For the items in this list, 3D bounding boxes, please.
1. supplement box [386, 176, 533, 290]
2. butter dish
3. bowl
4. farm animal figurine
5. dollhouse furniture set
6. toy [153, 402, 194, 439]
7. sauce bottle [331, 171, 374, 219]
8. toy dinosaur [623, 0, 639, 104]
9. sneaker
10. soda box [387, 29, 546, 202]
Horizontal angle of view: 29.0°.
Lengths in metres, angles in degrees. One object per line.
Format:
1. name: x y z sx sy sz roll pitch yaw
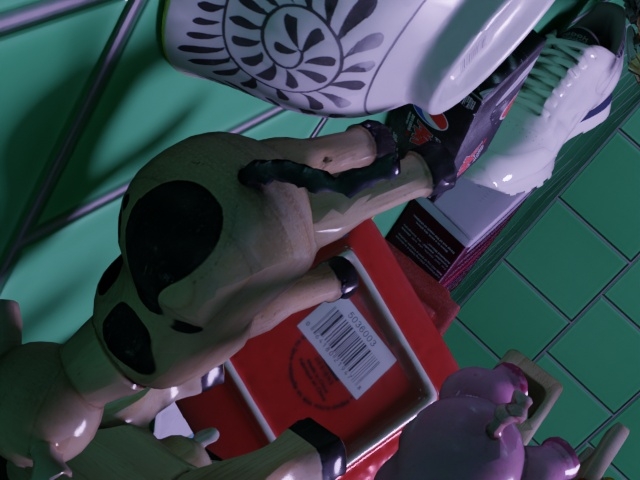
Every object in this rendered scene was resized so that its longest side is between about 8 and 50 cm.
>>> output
1. supplement box: 0.119 0.004 1.245 0.130 0.073 0.239 -39 167 -34
2. butter dish: -0.018 0.080 0.740 0.160 0.160 0.118 -32 -176 -23
3. bowl: 0.034 -0.095 0.419 0.170 0.080 0.170 -44 170 -10
4. farm animal figurine: -0.060 0.122 0.505 0.172 0.330 0.327 -20 -167 -33
5. dollhouse furniture set: 0.107 0.189 1.063 0.152 0.374 0.201 -46 170 -35
6. toy: -0.068 0.116 0.895 0.137 0.056 0.237 -16 149 -24
7. sauce bottle: 0.000 0.000 0.796 0.042 0.042 0.128 -39 170 -37
8. toy dinosaur: 0.330 -0.192 1.043 0.164 0.218 0.322 -9 -142 51
9. sneaker: 0.181 -0.121 1.017 0.235 0.090 0.095 -43 158 -44
10. soda box: 0.083 -0.085 0.763 0.060 0.053 0.169 -44 171 -15
